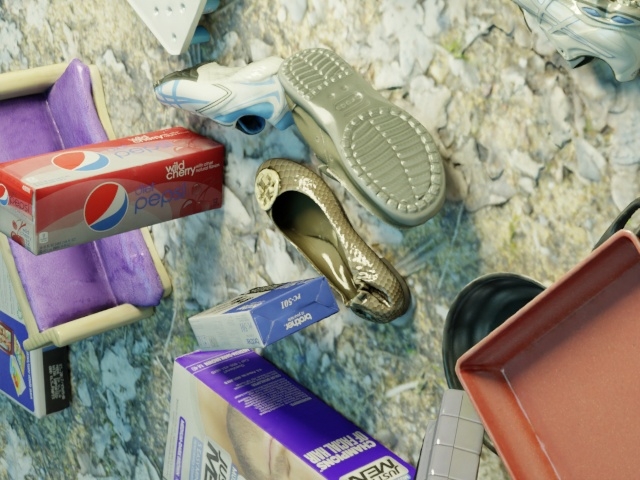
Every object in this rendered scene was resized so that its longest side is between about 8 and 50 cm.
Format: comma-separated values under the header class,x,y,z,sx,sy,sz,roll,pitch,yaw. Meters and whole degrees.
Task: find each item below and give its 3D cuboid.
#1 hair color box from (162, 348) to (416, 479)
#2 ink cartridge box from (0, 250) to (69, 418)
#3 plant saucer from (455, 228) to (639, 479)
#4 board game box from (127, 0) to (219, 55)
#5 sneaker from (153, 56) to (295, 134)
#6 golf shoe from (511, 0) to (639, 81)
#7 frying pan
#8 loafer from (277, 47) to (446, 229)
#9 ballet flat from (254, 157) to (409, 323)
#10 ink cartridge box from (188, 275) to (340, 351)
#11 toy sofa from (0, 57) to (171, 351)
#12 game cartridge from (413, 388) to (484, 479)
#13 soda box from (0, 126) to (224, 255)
class,x,y,z,sx,sy,sz,roll,pitch,yaw
hair color box,-0.042,0.279,1.622,0.339,0.110,0.185,31,124,38
ink cartridge box,-0.493,0.079,2.112,0.307,0.072,0.303,23,122,46
plant saucer,0.257,0.157,1.186,0.259,0.048,0.258,-46,64,45
board game box,-0.188,-0.476,1.559,0.390,0.050,0.390,52,137,24
sneaker,-0.111,-0.159,1.561,0.237,0.085,0.086,7,116,52
golf shoe,0.206,-0.190,1.191,0.176,0.069,0.086,32,132,40
frying pan,0.206,0.066,1.294,0.197,0.053,0.326,31,124,38
loafer,0.045,-0.096,1.409,0.251,0.094,0.087,55,163,34
ballet flat,0.000,0.000,1.506,0.250,0.058,0.084,49,135,26
ink cartridge box,-0.067,0.084,1.544,0.207,0.097,0.046,-12,101,67
toy sofa,-0.347,-0.048,1.824,0.177,0.150,0.362,-21,87,52
game cartridge,0.097,0.339,1.367,0.068,0.230,0.355,10,132,1
soda box,-0.239,-0.062,1.601,0.092,0.263,0.083,26,122,41
